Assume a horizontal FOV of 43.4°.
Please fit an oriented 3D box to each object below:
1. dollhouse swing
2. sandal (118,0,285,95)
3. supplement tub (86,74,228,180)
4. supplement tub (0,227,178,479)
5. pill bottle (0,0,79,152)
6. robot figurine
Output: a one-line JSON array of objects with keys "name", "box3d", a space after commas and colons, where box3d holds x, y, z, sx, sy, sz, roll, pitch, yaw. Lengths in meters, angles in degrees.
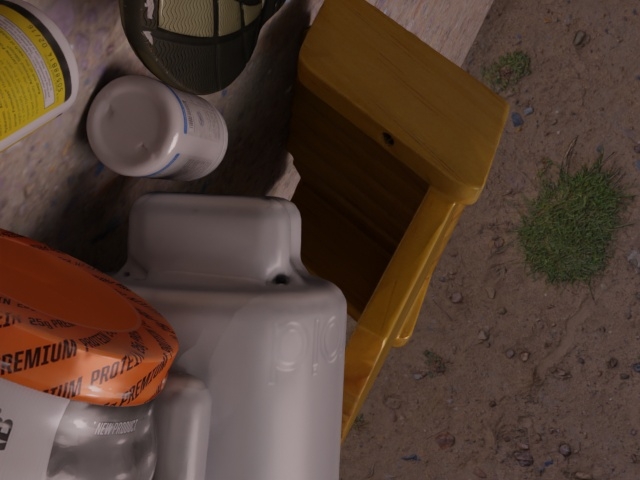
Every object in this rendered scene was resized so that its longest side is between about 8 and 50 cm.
[{"name": "dollhouse swing", "box3d": [0.000, 0.000, 0.854, 0.305, 0.315, 0.347, -42, 163, -26]}, {"name": "sandal", "box3d": [-0.073, -0.181, 0.524, 0.302, 0.086, 0.120, -73, -179, -62]}, {"name": "supplement tub", "box3d": [-0.117, -0.080, 0.592, 0.071, 0.071, 0.107, -62, 170, 7]}, {"name": "supplement tub", "box3d": [-0.213, 0.158, 0.422, 0.316, 0.194, 0.193, -62, 170, 5]}, {"name": "pill bottle", "box3d": [-0.173, -0.064, 0.371, 0.116, 0.065, 0.065, -51, 166, -46]}, {"name": "robot figurine", "box3d": [-0.084, 0.140, 0.616, 0.300, 0.200, 0.353, -24, 117, -81]}]
